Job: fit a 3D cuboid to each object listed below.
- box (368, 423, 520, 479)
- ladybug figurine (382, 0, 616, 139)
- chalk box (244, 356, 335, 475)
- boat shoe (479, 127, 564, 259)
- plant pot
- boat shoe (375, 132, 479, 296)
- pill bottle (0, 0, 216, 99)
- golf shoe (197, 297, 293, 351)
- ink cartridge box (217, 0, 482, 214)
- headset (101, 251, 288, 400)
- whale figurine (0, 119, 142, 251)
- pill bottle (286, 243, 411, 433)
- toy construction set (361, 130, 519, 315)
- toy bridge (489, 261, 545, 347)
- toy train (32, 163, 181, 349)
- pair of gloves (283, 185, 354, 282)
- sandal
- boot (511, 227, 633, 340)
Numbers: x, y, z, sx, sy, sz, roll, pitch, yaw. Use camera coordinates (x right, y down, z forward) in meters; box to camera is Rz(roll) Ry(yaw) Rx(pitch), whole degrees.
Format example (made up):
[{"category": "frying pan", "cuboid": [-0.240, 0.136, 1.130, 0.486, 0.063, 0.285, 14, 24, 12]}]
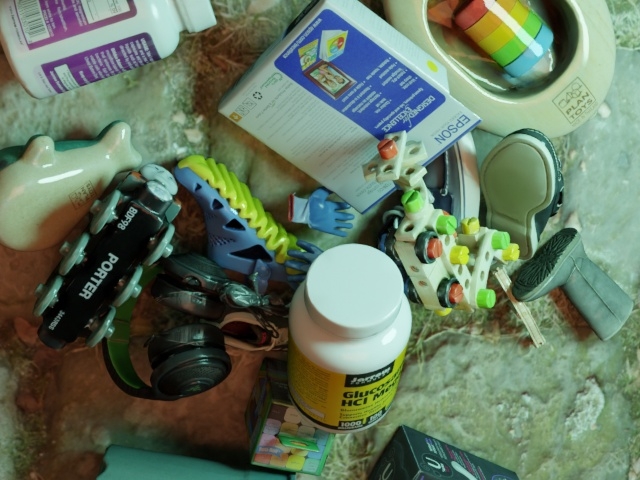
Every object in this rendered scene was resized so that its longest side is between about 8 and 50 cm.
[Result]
[{"category": "box", "cuboid": [0.248, 0.488, 1.852, 0.270, 0.165, 0.143, 26, 105, -16]}, {"category": "ladybug figurine", "cuboid": [0.278, -0.345, 1.559, 0.305, 0.162, 0.449, -44, 109, 9]}, {"category": "chalk box", "cuboid": [-0.049, 0.320, 1.721, 0.132, 0.213, 0.132, 15, 108, -12]}, {"category": "boat shoe", "cuboid": [0.344, -0.096, 1.614, 0.113, 0.127, 0.340, -55, 153, -22]}, {"category": "plant pot", "cuboid": [-0.247, 0.519, 1.722, 0.334, 0.341, 0.341, 16, 107, -5]}, {"category": "boat shoe", "cuboid": [0.176, -0.052, 1.666, 0.158, 0.127, 0.340, -11, 112, -13]}, {"category": "pill bottle", "cuboid": [-0.317, -0.335, 1.470, 0.301, 0.169, 0.169, -19, 111, -1]}, {"category": "golf shoe", "cuboid": [-0.078, 0.161, 1.712, 0.273, 0.120, 0.105, 5, 107, -12]}, {"category": "ink cartridge box", "cuboid": [0.044, -0.212, 1.545, 0.307, 0.072, 0.303, 33, 135, -20]}, {"category": "headset", "cuboid": [-0.221, 0.123, 1.550, 0.185, 0.394, 0.243, 20, 66, -50]}, {"category": "whale figurine", "cuboid": [-0.424, -0.105, 1.566, 0.272, 0.141, 0.216, -36, 147, -15]}, {"category": "pill bottle", "cuboid": [0.042, 0.155, 1.531, 0.188, 0.188, 0.334, -6, 147, -6]}, {"category": "toy construction set", "cuboid": [0.185, -0.013, 1.522, 0.327, 0.151, 0.215, 49, 55, -27]}, {"category": "toy bridge", "cuboid": [0.363, 0.122, 1.793, 0.026, 0.063, 0.188, -31, 111, 4]}, {"category": "toy train", "cuboid": [-0.341, 0.023, 1.568, 0.142, 0.190, 0.334, 32, 110, -17]}, {"category": "pair of gloves", "cuboid": [0.000, 0.000, 1.650, 0.159, 0.023, 0.198, 10, 73, -45]}, {"category": "sandal", "cuboid": [-0.139, -0.006, 1.644, 0.138, 0.126, 0.317, -38, 109, 10]}, {"category": "boot", "cuboid": [0.461, 0.105, 1.784, 0.189, 0.076, 0.208, -43, 116, -13]}]
